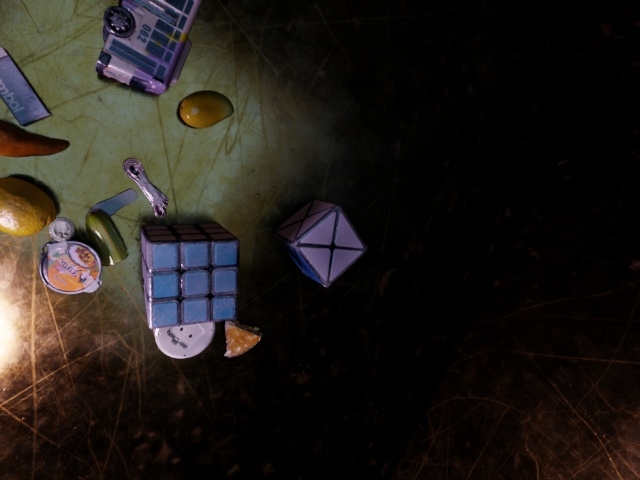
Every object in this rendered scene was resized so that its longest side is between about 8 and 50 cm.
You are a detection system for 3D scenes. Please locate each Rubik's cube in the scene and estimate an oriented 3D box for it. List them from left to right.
[{"bbox_3d":[-0.475,0.113,1.464,0.300,0.303,0.306,-4,102,-27],"label":"Rubik's cube"},{"bbox_3d":[0.000,0.000,1.704,0.255,0.259,0.260,-43,118,-13],"label":"Rubik's cube"}]

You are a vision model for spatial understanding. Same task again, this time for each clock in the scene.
[{"bbox_3d":[-0.880,-0.038,1.383,0.074,0.010,0.084,-5,104,-26],"label":"clock"},{"bbox_3d":[-0.539,0.348,1.614,0.230,0.083,0.231,-6,105,-23],"label":"clock"}]

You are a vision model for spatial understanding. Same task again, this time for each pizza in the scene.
[{"bbox_3d":[-0.357,0.399,1.736,0.185,0.052,0.195,-31,119,-9],"label":"pizza"}]

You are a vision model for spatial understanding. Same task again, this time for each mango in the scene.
[{"bbox_3d":[-0.409,-0.475,1.472,0.194,0.091,0.130,-10,105,-30],"label":"mango"}]

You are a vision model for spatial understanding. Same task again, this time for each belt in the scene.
[{"bbox_3d":[-0.617,-0.190,1.457,0.071,0.053,0.232,-36,115,-16],"label":"belt"}]

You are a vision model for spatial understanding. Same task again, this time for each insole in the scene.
[{"bbox_3d":[-0.739,-0.121,1.435,0.192,0.010,0.063,-35,115,-14],"label":"insole"}]

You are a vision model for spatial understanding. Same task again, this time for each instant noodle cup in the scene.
[{"bbox_3d":[-0.835,0.077,1.368,0.177,0.125,0.208,-29,113,-19],"label":"instant noodle cup"}]

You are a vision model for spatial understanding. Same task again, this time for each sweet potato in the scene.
[{"bbox_3d":[-0.960,-0.307,1.207,0.359,0.112,0.112,10,99,-54],"label":"sweet potato"}]

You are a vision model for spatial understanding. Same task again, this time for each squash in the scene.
[{"bbox_3d":[-0.745,-0.014,1.407,0.095,0.095,0.188,-22,115,-21],"label":"squash"}]

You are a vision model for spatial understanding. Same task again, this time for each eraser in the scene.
[{"bbox_3d":[-0.931,-0.462,1.232,0.091,0.046,0.213,-33,115,-16],"label":"eraser"}]

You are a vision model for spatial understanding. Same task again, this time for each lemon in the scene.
[{"bbox_3d":[-0.936,-0.102,1.252,0.207,0.170,0.170,39,83,-33],"label":"lemon"}]

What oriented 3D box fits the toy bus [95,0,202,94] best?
[{"bbox_3d":[-0.527,-0.695,1.292,0.249,0.209,0.440,22,90,-31],"label":"toy bus"}]
